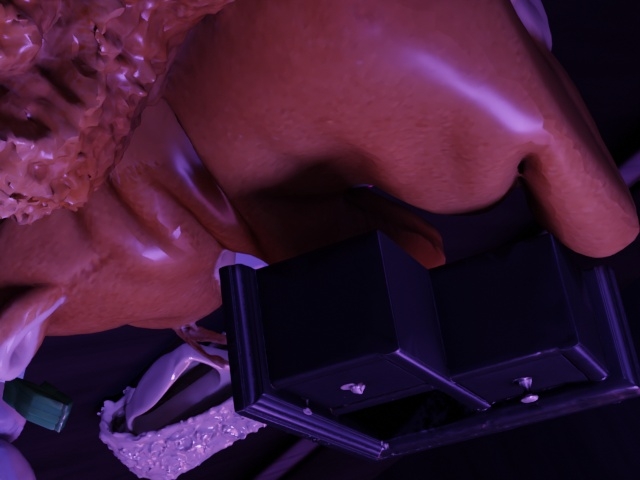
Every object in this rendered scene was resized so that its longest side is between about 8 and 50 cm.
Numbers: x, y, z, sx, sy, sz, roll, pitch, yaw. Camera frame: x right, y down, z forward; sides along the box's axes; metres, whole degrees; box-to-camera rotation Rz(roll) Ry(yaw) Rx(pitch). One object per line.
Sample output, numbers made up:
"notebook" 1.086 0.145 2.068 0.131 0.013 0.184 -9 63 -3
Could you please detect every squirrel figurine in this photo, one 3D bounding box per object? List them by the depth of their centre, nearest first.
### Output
"squirrel figurine" -0.083 -0.086 0.605 0.370 0.281 0.397 -27 149 23

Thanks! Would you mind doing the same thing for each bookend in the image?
"bookend" 0.059 0.046 0.542 0.157 0.072 0.156 -18 154 20

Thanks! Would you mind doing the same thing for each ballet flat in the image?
"ballet flat" -0.090 0.144 1.267 0.409 0.147 0.147 -36 159 15

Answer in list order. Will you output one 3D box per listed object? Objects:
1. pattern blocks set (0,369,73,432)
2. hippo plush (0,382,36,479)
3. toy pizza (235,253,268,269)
"pattern blocks set" -0.304 0.059 0.616 0.324 0.026 0.285 16 180 -25
"hippo plush" -0.364 0.203 0.830 0.234 0.294 0.236 20 139 -38
"toy pizza" -0.077 -0.035 0.909 0.201 0.032 0.201 -12 133 -13
